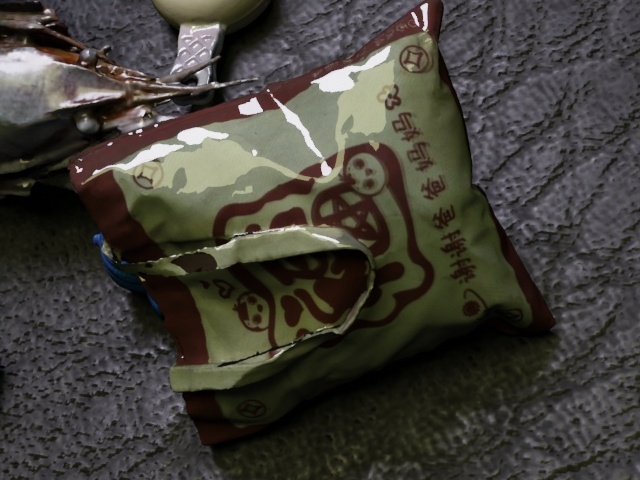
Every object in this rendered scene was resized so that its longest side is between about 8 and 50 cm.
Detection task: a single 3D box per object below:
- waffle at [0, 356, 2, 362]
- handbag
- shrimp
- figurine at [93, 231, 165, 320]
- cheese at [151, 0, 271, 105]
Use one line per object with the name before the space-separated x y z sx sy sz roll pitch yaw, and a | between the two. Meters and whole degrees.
waffle | -0.290 0.105 0.945 0.149 0.051 0.194 10 66 16
handbag | 0.000 0.000 0.860 0.235 0.213 0.127 -23 18 -2
shrimp | -0.187 -0.086 0.979 0.343 0.145 0.116 5 76 23
figurine | -0.077 -0.011 0.944 0.136 0.079 0.077 -33 17 0
cheese | -0.076 -0.173 1.049 0.092 0.047 0.171 -18 58 7
